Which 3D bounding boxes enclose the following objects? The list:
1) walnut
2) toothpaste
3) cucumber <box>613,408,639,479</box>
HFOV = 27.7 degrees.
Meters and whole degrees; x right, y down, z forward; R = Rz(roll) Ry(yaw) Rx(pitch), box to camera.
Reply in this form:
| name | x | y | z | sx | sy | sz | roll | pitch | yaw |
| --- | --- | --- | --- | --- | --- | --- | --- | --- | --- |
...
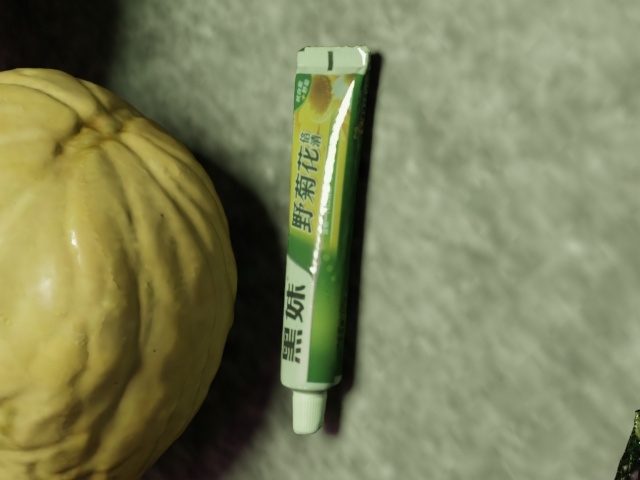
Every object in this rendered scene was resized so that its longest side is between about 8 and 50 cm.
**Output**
| name | x | y | z | sx | sy | sz | roll | pitch | yaw |
| --- | --- | --- | --- | --- | --- | --- | --- | --- | --- |
| walnut | -0.161 | 0.037 | 0.701 | 0.225 | 0.225 | 0.261 | 45 | 124 | 29 |
| toothpaste | 0.000 | 0.000 | 0.678 | 0.049 | 0.031 | 0.204 | 6 | 93 | 39 |
| cucumber | 0.133 | 0.140 | 0.571 | 0.034 | 0.033 | 0.134 | -121 | 44 | -70 |
